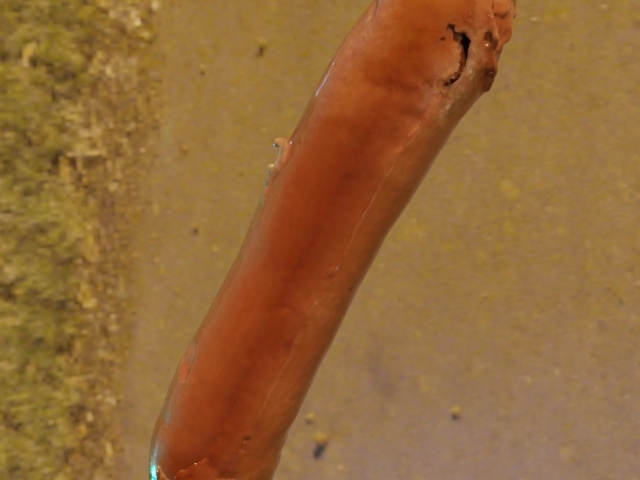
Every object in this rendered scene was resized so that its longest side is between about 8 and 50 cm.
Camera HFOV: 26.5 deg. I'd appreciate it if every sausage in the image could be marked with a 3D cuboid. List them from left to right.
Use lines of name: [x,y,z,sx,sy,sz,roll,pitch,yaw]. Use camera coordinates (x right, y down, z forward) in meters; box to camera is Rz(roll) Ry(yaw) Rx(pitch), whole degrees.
sausage: [0.000,0.000,0.847,0.094,0.094,0.419,47,115,45]
